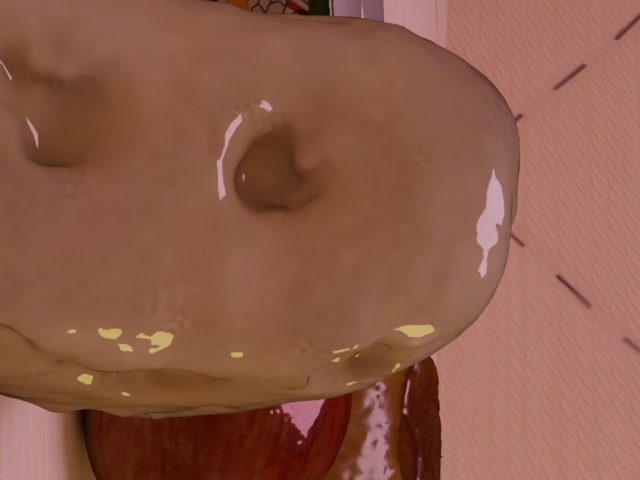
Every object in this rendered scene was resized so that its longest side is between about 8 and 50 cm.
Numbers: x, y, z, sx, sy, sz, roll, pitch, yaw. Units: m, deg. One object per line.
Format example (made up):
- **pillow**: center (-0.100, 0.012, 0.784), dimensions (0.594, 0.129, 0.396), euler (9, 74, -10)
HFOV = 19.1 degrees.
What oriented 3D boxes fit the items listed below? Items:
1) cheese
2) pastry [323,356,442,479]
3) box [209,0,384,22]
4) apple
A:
- **cheese**: center (-0.053, -0.011, 0.814), dimensions (0.248, 0.251, 0.174), euler (130, -38, -78)
- **pastry**: center (0.003, 0.169, 1.367), dimensions (0.356, 0.163, 0.356), euler (2, 90, -83)
- **box**: center (-0.045, -0.094, 1.076), dimensions (0.177, 0.148, 0.195), euler (-48, 137, -73)
- **apple**: center (-0.057, 0.090, 1.022), dimensions (0.146, 0.146, 0.131), euler (1, 106, -82)
